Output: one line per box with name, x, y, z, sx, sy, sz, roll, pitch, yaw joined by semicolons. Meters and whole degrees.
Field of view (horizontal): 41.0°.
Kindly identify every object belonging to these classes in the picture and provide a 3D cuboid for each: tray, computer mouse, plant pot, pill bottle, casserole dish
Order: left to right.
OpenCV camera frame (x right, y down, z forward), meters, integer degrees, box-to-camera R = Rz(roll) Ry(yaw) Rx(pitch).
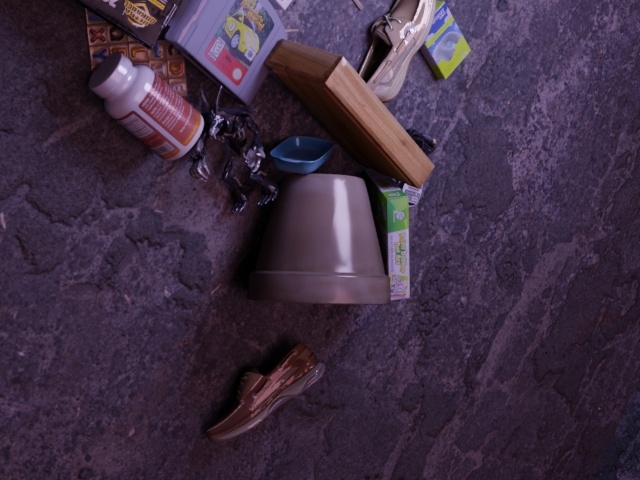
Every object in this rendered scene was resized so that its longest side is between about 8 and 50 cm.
pill bottle;-0.340;-0.263;1.666;0.216;0.121;0.121;42;80;-37
casserole dish;-0.040;-0.188;1.886;0.188;0.114;0.037;-51;149;-60
plant pot;0.000;0.000;1.919;0.323;0.323;0.281;4;86;-36
tray;0.069;-0.269;1.870;0.076;0.202;0.411;-56;136;-6
computer mouse;0.231;-0.179;2.157;0.106;0.042;0.193;15;91;-42

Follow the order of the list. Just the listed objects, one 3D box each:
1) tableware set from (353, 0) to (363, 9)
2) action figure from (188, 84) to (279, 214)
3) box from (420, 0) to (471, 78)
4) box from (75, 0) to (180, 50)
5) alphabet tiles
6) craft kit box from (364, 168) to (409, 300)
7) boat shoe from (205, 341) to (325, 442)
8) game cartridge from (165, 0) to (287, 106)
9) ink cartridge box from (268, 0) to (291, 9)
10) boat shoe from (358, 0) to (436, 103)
tableware set;0.083;-0.620;1.902;0.194;0.039;0.128;41;81;-37
action figure;-0.184;-0.182;1.792;0.141;0.164;0.276;-79;152;-45
box;0.288;-0.496;2.086;0.109;0.042;0.178;-49;127;-12
box;-0.376;-0.539;1.528;0.322;0.079;0.257;31;90;-20
alphabet tiles;-0.361;-0.355;1.702;0.198;0.009;0.237;-14;113;-31
craft kit box;0.156;-0.020;2.030;0.060;0.247;0.250;-7;110;-10
boat shoe;-0.144;0.360;2.045;0.324;0.123;0.116;-34;89;-11
game cartridge;-0.176;-0.415;1.719;0.196;0.060;0.294;-63;150;-5
ink cartridge box;-0.091;-0.557;1.788;0.104;0.061;0.181;39;82;-37
boat shoe;0.171;-0.472;1.975;0.098;0.109;0.302;16;102;-39
